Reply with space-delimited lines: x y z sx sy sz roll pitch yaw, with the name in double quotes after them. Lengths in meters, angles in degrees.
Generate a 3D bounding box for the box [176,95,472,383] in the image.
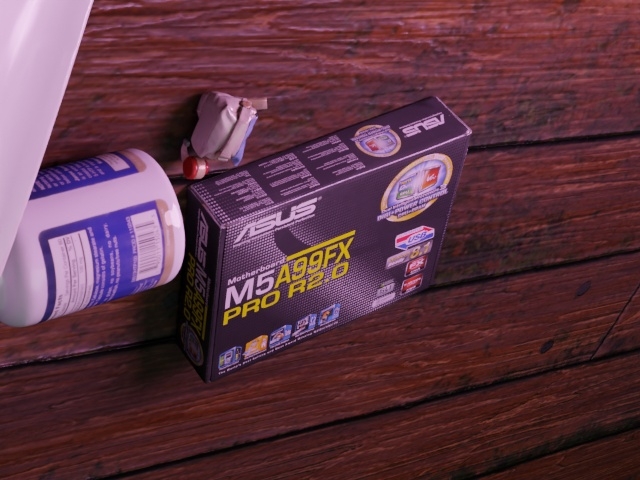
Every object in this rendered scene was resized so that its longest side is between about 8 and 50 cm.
0.000 0.000 1.407 0.270 0.060 0.216 -22 144 -28 "box"

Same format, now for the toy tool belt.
-0.075 -0.083 1.234 0.051 0.052 0.083 -2 133 -34 "toy tool belt"

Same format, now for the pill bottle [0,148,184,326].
-0.207 0.003 1.144 0.187 0.112 0.112 -17 141 -32 "pill bottle"

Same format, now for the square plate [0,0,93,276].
-0.270 -0.053 0.904 0.347 0.049 0.344 -70 163 4 "square plate"
